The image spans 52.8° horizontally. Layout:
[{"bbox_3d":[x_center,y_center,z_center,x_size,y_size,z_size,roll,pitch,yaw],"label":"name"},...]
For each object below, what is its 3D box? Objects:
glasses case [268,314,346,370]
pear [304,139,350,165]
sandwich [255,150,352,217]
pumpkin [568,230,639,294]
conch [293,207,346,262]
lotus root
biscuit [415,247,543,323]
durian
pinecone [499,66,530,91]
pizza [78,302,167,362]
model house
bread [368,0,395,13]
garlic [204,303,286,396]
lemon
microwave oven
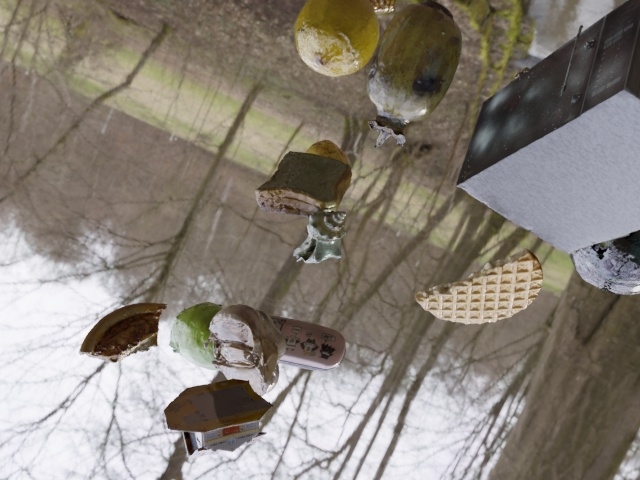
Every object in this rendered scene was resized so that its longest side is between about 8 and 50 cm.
[{"bbox_3d":[-0.086,0.274,1.745,0.314,0.122,0.075,10,140,12],"label":"glasses case"},{"bbox_3d":[0.011,-0.253,2.211,0.178,0.178,0.178,24,-175,-2],"label":"pear"},{"bbox_3d":[-0.040,-0.161,1.829,0.226,0.087,0.251,15,-144,8],"label":"sandwich"},{"bbox_3d":[0.744,-0.008,1.652,0.238,0.315,0.315,-17,-171,-3],"label":"pumpkin"},{"bbox_3d":[0.013,0.002,1.682,0.114,0.234,0.137,9,-143,-14],"label":"conch"},{"bbox_3d":[0.158,-0.293,1.170,0.154,0.278,0.154,24,-170,-4],"label":"lotus root"},{"bbox_3d":[0.407,0.135,1.578,0.204,0.309,0.040,41,-144,-34],"label":"biscuit"},{"bbox_3d":[-0.304,0.295,1.966,0.255,0.205,0.339,13,171,-25],"label":"durian"},{"bbox_3d":[0.719,-0.433,2.125,0.309,0.244,0.244,4,-168,-20],"label":"pinecone"},{"bbox_3d":[-0.514,0.242,1.711,0.271,0.056,0.134,-16,-110,-40],"label":"pizza"},{"bbox_3d":[-0.221,0.403,1.357,0.219,0.136,0.207,-9,-163,-27],"label":"model house"},{"bbox_3d":[0.153,-0.872,2.306,0.222,0.096,0.181,-16,-139,-29],"label":"bread"},{"bbox_3d":[-0.163,0.241,1.513,0.178,0.229,0.143,3,-151,37],"label":"garlic"},{"bbox_3d":[0.054,-0.659,2.044,0.293,0.293,0.293,24,-175,-2],"label":"lemon"},{"bbox_3d":[0.535,-0.187,1.217,0.374,0.236,0.432,28,155,-14],"label":"microwave oven"}]
